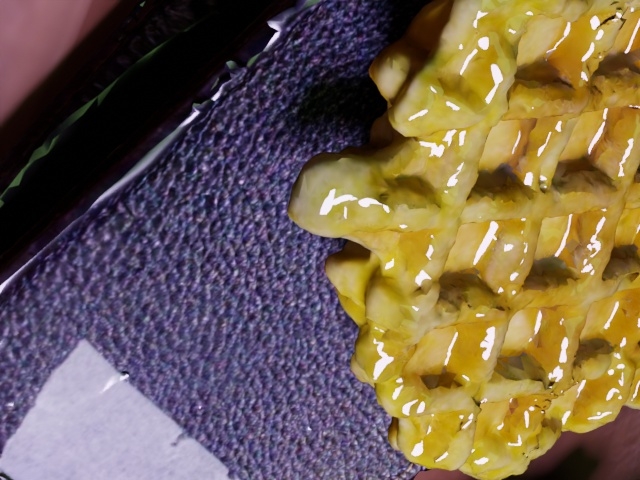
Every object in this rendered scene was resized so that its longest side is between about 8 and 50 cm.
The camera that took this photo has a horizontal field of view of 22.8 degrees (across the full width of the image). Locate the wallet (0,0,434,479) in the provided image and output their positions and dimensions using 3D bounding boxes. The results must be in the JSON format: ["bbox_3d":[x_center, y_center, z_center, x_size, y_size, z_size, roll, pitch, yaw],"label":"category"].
[{"bbox_3d":[0.000,0.000,0.556,0.262,0.071,0.221,-47,136,-4],"label":"wallet"}]

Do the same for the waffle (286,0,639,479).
[{"bbox_3d":[0.103,-0.025,0.529,0.238,0.058,0.243,-43,137,-9],"label":"waffle"}]
